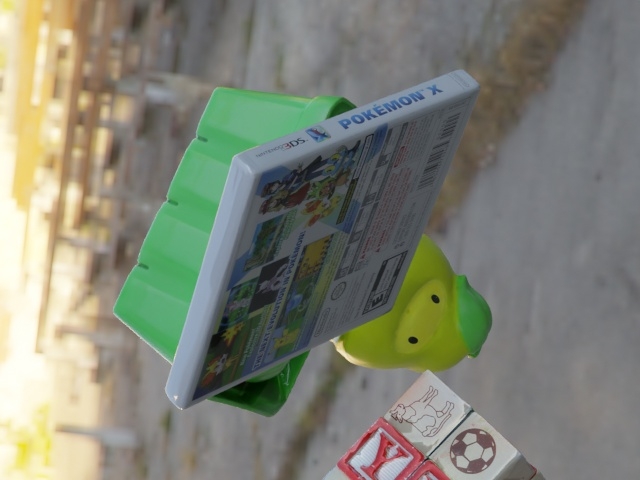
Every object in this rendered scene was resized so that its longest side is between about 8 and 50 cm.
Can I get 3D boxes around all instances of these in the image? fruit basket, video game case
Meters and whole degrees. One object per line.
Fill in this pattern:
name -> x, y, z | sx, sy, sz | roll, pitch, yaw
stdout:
fruit basket -> 0.006, 0.037, 2.135 | 0.283, 0.392, 0.392 | 30, -117, -68
video game case -> 0.000, 0.000, 1.845 | 0.036, 0.300, 0.329 | 45, 138, 26

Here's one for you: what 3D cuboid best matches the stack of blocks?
stack of blocks -> 0.084, 0.224, 1.286 | 0.171, 0.087, 0.297 | -46, -31, -5
